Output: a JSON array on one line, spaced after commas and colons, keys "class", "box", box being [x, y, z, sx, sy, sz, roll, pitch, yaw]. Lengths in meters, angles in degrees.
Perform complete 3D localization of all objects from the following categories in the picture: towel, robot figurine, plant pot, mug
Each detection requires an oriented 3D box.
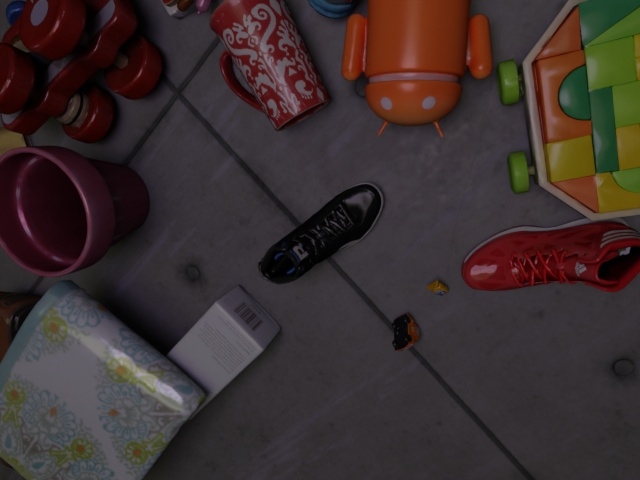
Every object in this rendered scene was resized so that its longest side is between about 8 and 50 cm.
[{"class": "towel", "box": [-0.419, 0.301, 0.762, 0.321, 0.090, 0.374, 37, 106, 1]}, {"class": "robot figurine", "box": [0.122, -0.243, 0.542, 0.158, 0.128, 0.219, -5, 105, -26]}, {"class": "plant pot", "box": [-0.397, -0.058, 0.715, 0.202, 0.180, 0.201, 4, 104, 15]}, {"class": "mug", "box": [-0.069, -0.253, 0.627, 0.113, 0.150, 0.169, -32, 98, -15]}]

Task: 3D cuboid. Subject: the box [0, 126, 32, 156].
[{"class": "box", "box": [-0.646, -0.122, 0.827, 0.201, 0.021, 0.164, -13, 101, -1]}]

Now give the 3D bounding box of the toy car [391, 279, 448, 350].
[{"class": "toy car", "box": [0.159, 0.122, 0.658, 0.041, 0.060, 0.122, 26, 120, -24]}]

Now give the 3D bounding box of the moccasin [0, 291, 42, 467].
[{"class": "moccasin", "box": [-0.645, 0.293, 0.899, 0.147, 0.139, 0.379, 8, 108, 21]}]

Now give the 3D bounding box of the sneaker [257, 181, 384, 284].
[{"class": "sneaker", "box": [0.000, 0.000, 0.640, 0.217, 0.121, 0.079, -38, 91, 21]}]

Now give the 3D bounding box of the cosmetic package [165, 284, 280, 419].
[{"class": "cosmetic package", "box": [-0.192, 0.202, 0.768, 0.117, 0.085, 0.231, 46, 113, 2]}]

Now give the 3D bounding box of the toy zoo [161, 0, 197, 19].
[{"class": "toy zoo", "box": [-0.171, -0.466, 0.629, 0.293, 0.030, 0.192, -16, 98, 20]}]

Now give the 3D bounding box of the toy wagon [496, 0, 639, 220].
[{"class": "toy wagon", "box": [0.358, -0.201, 0.512, 0.267, 0.068, 0.344, -9, 100, 18]}]

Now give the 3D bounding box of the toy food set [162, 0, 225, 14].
[{"class": "toy food set", "box": [-0.192, -0.373, 0.631, 0.122, 0.019, 0.077, 2, 104, 17]}]

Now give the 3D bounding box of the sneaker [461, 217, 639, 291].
[{"class": "sneaker", "box": [0.294, 0.025, 0.552, 0.221, 0.128, 0.087, -22, 95, 19]}]

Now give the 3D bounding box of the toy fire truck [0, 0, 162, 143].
[{"class": "toy fire truck", "box": [-0.415, -0.322, 0.686, 0.302, 0.169, 0.253, -32, 69, 21]}]

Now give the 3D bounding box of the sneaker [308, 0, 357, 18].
[{"class": "sneaker", "box": [0.018, -0.427, 0.521, 0.104, 0.125, 0.261, -21, 104, -16]}]
